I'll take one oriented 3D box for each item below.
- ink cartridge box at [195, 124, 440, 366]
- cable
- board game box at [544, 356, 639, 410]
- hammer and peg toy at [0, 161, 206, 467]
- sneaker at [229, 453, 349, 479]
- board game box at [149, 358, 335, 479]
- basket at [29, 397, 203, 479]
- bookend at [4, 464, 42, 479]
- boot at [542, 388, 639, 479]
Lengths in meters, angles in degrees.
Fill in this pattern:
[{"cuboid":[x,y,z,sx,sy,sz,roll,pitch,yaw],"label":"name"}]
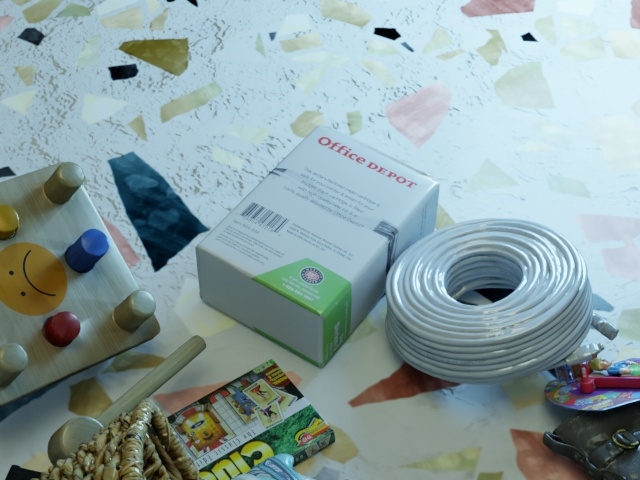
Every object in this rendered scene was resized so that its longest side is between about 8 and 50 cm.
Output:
[{"cuboid":[0.000,0.000,1.758,0.198,0.114,0.273,28,54,22],"label":"ink cartridge box"},{"cuboid":[0.205,0.072,1.680,0.257,0.089,0.257,-20,37,-9],"label":"cable"},{"cuboid":[0.351,0.157,1.625,0.169,0.033,0.133,-14,13,-12],"label":"board game box"},{"cuboid":[-0.319,0.094,1.623,0.266,0.127,0.361,-25,81,-39],"label":"hammer and peg toy"},{"cuboid":[0.028,0.321,1.479,0.283,0.110,0.122,31,43,19],"label":"sneaker"},{"cuboid":[-0.126,0.248,1.594,0.260,0.030,0.136,-28,56,-23],"label":"board game box"},{"cuboid":[-0.142,0.328,1.314,0.223,0.299,0.213,-34,13,-27],"label":"basket"},{"cuboid":[-0.331,0.295,1.464,0.157,0.156,0.072,9,49,10],"label":"bookend"},{"cuboid":[0.418,0.244,1.563,0.263,0.091,0.229,-14,41,-22],"label":"boot"}]
